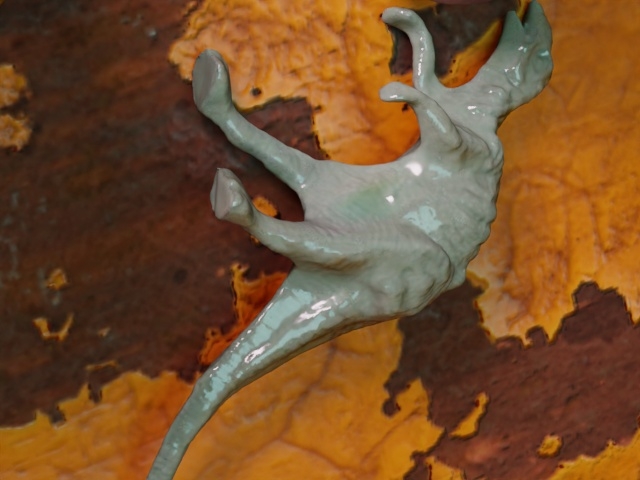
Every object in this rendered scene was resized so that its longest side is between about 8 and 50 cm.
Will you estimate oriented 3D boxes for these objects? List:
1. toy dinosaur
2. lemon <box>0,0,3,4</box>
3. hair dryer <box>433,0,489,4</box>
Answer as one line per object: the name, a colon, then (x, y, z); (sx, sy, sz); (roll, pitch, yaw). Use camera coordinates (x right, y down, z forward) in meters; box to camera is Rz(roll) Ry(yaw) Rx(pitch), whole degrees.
toy dinosaur: (0.000, 0.000, 0.862); (0.205, 0.092, 0.393); (29, 80, -31)
lemon: (-0.234, -0.161, 0.612); (0.245, 0.320, 0.245); (-3, 120, -5)
hair dryer: (0.126, -0.318, 0.804); (0.125, 0.210, 0.352); (10, 82, -19)
